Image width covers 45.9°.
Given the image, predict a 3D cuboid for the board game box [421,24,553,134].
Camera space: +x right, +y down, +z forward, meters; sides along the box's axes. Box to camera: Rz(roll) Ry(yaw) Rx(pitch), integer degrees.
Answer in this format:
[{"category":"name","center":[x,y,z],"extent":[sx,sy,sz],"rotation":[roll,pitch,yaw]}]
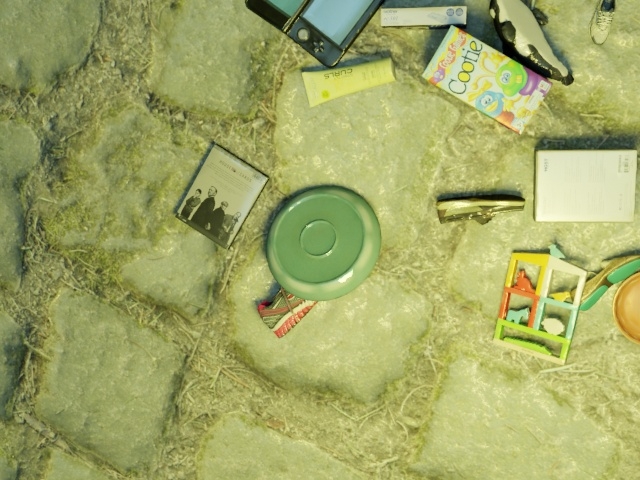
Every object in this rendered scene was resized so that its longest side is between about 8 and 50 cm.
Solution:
[{"category":"board game box","center":[0.404,-0.389,1.845],"extent":[0.275,0.142,0.144],"rotation":[31,104,5]}]

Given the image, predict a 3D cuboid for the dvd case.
[{"category":"dvd case","center":[-0.272,-0.119,2.087],"extent":[0.179,0.029,0.238],"rotation":[33,103,5]}]

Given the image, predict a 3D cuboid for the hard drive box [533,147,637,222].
[{"category":"hard drive box","center":[0.647,-0.136,1.862],"extent":[0.232,0.089,0.181],"rotation":[1,99,11]}]

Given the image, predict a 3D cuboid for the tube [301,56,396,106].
[{"category":"tube","center":[0.074,-0.415,1.955],"extent":[0.240,0.062,0.070],"rotation":[-9,62,18]}]

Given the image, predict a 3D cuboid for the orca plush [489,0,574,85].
[{"category":"orca plush","center":[0.503,-0.479,1.858],"extent":[0.287,0.102,0.151],"rotation":[39,60,-7]}]

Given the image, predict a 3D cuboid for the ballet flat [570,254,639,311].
[{"category":"ballet flat","center":[0.710,0.091,1.897],"extent":[0.206,0.073,0.067],"rotation":[-42,45,15]}]

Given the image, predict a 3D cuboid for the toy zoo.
[{"category":"toy zoo","center":[0.562,0.150,1.923],"extent":[0.192,0.030,0.293],"rotation":[15,102,30]}]

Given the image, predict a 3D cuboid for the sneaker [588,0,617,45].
[{"category":"sneaker","center":[0.678,-0.537,1.808],"extent":[0.052,0.058,0.135],"rotation":[10,101,10]}]

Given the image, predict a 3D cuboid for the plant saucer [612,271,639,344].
[{"category":"plant saucer","center":[0.836,0.167,1.898],"extent":[0.200,0.037,0.199],"rotation":[2,98,11]}]

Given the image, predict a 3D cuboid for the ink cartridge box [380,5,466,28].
[{"category":"ink cartridge box","center":[0.257,-0.550,1.873],"extent":[0.207,0.097,0.046],"rotation":[1,99,11]}]

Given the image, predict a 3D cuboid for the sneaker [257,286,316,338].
[{"category":"sneaker","center":[-0.050,0.133,2.035],"extent":[0.112,0.121,0.299],"rotation":[45,105,4]}]

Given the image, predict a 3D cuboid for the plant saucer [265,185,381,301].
[{"category":"plant saucer","center":[0.000,0.000,1.973],"extent":[0.318,0.043,0.317],"rotation":[-5,71,15]}]

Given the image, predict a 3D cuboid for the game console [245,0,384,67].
[{"category":"game console","center":[0.006,-0.619,1.876],"extent":[0.250,0.173,0.293],"rotation":[40,105,4]}]

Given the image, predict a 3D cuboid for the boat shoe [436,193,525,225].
[{"category":"boat shoe","center":[0.409,-0.076,1.931],"extent":[0.224,0.080,0.073],"rotation":[-1,104,17]}]
